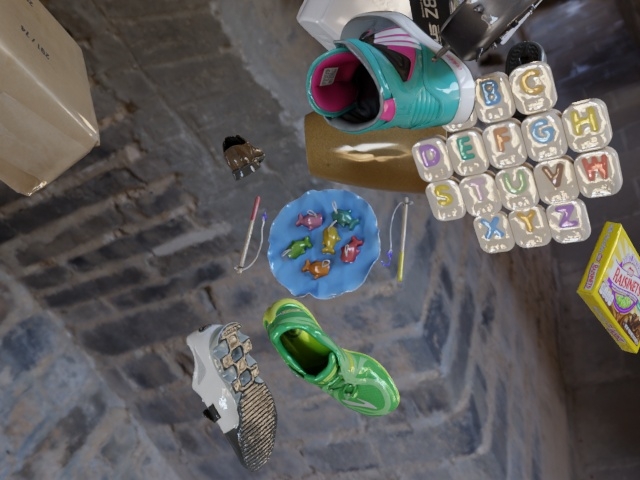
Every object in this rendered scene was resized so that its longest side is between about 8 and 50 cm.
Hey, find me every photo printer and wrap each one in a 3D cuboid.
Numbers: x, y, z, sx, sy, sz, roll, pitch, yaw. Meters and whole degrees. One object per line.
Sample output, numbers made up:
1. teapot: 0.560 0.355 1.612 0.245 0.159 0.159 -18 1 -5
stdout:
1. photo printer: 0.108 -0.545 1.458 0.107 0.256 0.308 22 84 44

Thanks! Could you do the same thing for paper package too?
1. paper package: -0.511 -0.289 1.007 0.168 0.325 0.310 -31 50 6

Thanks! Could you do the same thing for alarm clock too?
1. alarm clock: 0.217 -0.280 0.783 0.192 0.064 0.129 -46 1 -22

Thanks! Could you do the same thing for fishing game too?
1. fishing game: 0.000 0.000 1.012 0.263 0.041 0.189 5 68 18

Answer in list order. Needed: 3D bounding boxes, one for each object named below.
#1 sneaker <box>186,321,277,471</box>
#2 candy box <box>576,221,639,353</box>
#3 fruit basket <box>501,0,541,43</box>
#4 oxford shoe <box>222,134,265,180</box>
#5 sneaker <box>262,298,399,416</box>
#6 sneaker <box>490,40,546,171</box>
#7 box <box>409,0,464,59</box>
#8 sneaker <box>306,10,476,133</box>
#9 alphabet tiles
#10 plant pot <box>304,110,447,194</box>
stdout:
1. sneaker: -0.194 0.329 1.420 0.146 0.331 0.122 -7 11 37
2. candy box: 0.412 0.069 0.912 0.027 0.206 0.105 11 70 45
3. fruit basket: 0.313 -0.474 0.883 0.353 0.327 0.165 -52 51 9
4. oxford shoe: -0.186 -0.211 1.582 0.082 0.096 0.227 -29 13 2
5. sneaker: 0.013 0.227 1.165 0.109 0.295 0.123 -48 14 14
6. sneaker: 0.355 -0.216 1.168 0.087 0.130 0.228 6 78 31
7. box: 0.281 -0.569 1.202 0.097 0.318 0.395 20 61 31
8. sneaker: 0.054 -0.232 0.907 0.178 0.124 0.295 -10 36 -25
9. alphabet tiles: 0.282 -0.110 0.983 0.284 0.278 0.021 -9 22 32
10. plant pot: 0.101 -0.195 1.273 0.254 0.237 0.237 -4 23 4
